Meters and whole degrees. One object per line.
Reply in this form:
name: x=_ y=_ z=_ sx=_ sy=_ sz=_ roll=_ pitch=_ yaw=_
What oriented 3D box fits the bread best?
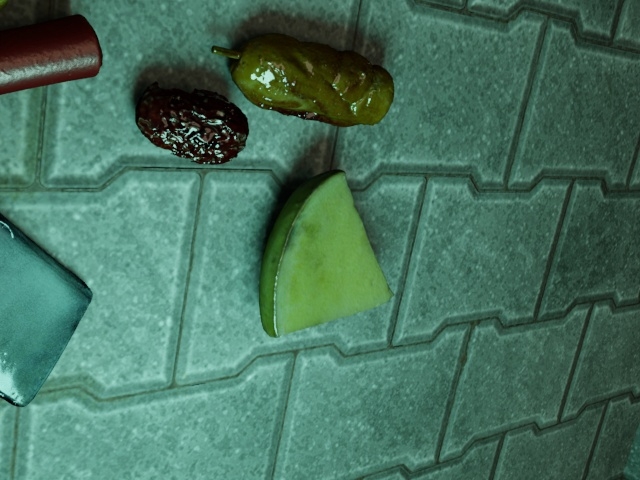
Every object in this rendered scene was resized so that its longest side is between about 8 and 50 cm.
bread: x=-0.017 y=-0.244 z=1.204 sx=0.344 sy=0.084 sz=0.124 roll=6 pitch=104 yaw=-42

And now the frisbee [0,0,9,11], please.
frisbee: x=-0.434 y=-0.331 z=0.851 sx=0.236 sy=0.017 sz=0.236 roll=-17 pitch=119 yaw=-35

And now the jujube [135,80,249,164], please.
jujube: x=-0.178 y=-0.156 z=1.104 sx=0.166 sy=0.104 sz=0.104 roll=8 pitch=104 yaw=-29

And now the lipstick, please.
lipstick: x=-0.376 y=-0.204 z=0.916 sx=0.241 sy=0.080 sz=0.080 roll=-23 pitch=122 yaw=-32

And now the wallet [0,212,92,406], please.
wallet: x=-0.435 y=0.040 z=0.950 sx=0.190 sy=0.046 sz=0.379 roll=-62 pitch=141 yaw=-23

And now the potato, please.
potato: x=0.000 y=0.000 z=1.313 sx=0.269 sy=0.112 sz=0.255 roll=-14 pitch=114 yaw=-39
